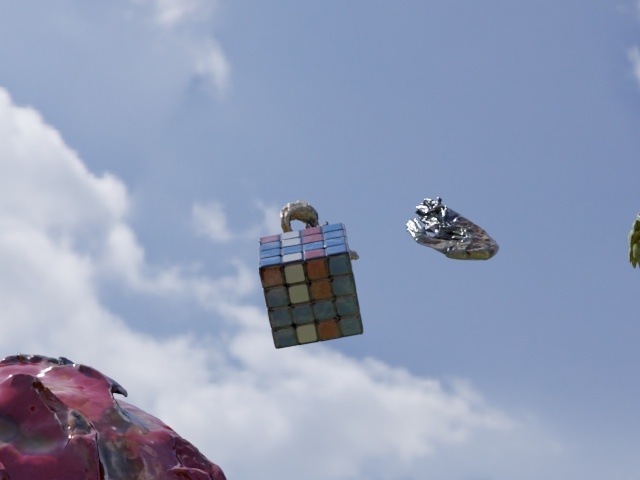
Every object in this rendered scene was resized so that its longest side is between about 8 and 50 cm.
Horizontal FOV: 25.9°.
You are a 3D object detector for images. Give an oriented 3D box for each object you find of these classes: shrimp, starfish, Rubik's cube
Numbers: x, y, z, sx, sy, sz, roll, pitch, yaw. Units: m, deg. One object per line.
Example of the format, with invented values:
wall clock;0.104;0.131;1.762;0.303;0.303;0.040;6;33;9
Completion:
shrimp;0.134;-0.015;1.559;0.091;0.161;0.034;1;-69;-25
starfish;0.008;-0.006;1.828;0.053;0.150;0.210;-35;-27;10
Rubik's cube;-0.011;0.045;1.412;0.092;0.092;0.092;-10;-70;0

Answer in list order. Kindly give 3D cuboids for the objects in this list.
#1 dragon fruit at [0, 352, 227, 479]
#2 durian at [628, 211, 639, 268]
dragon fruit;-0.250;0.260;0.933;0.386;0.371;0.249;-38;-32;11
durian;0.446;-0.077;1.585;0.158;0.352;0.169;-16;-71;50
